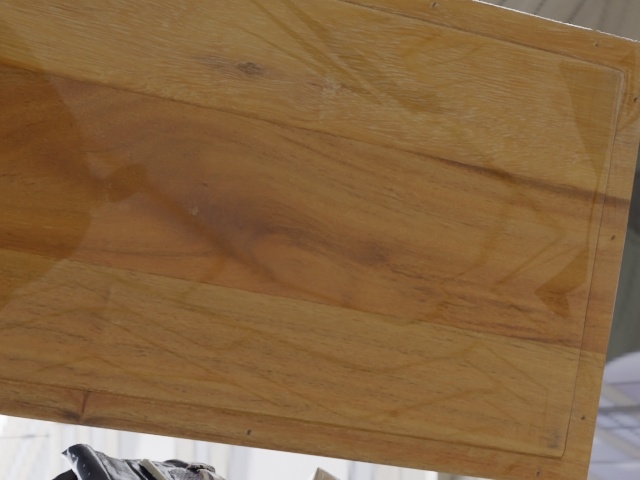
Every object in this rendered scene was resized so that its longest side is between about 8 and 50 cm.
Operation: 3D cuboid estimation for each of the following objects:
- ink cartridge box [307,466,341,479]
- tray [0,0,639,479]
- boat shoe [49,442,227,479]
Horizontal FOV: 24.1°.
[{"bbox_3d":[0.062,0.335,1.352,0.235,0.088,0.193,32,-159,-8],"label":"ink cartridge box"},{"bbox_3d":[-0.068,-0.024,0.618,0.411,0.076,0.202,10,-93,-19],"label":"tray"},{"bbox_3d":[-0.098,0.283,0.986,0.158,0.127,0.340,24,-153,-44],"label":"boat shoe"}]
